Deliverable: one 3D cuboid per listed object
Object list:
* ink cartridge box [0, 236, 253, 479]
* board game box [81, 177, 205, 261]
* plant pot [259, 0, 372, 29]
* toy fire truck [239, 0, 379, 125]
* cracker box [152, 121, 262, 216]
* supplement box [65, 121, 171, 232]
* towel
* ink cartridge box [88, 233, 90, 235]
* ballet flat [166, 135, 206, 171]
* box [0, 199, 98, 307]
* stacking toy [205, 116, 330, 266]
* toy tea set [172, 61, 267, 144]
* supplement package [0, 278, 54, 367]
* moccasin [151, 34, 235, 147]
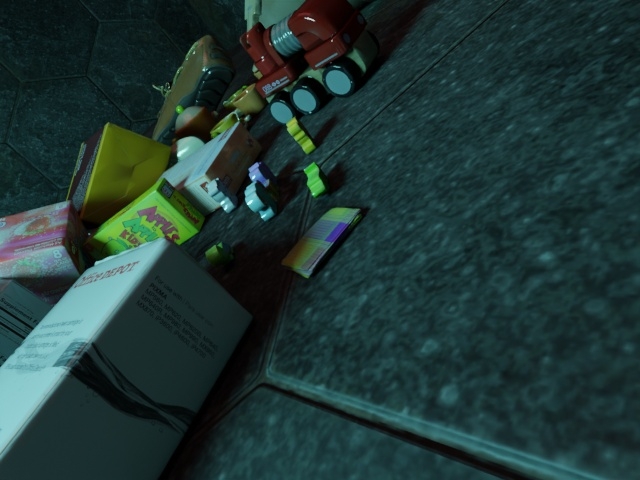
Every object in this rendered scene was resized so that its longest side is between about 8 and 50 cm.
[{"bbox_3d":[-0.210,0.144,0.416,0.197,0.114,0.273,-14,38,45],"label":"ink cartridge box"},{"bbox_3d":[-0.286,-0.013,0.785,0.181,0.092,0.043,-30,28,22],"label":"board game box"},{"bbox_3d":[-0.032,-0.648,1.224,0.280,0.323,0.323,-44,21,34],"label":"plant pot"},{"bbox_3d":[-0.046,-0.354,0.803,0.217,0.246,0.158,-12,39,46],"label":"toy fire truck"},{"bbox_3d":[-0.223,-0.097,0.857,0.232,0.067,0.156,-22,33,36],"label":"cracker box"},{"bbox_3d":[-0.422,-0.109,0.994,0.194,0.129,0.191,-5,71,50],"label":"supplement box"},{"bbox_3d":[0.000,0.000,0.470,0.083,0.009,0.060,-50,26,-17],"label":"towel"},{"bbox_3d":[-0.616,-0.021,1.277,0.181,0.061,0.104,-16,37,43],"label":"ink cartridge box"},{"bbox_3d":[-0.328,-0.139,1.054,0.248,0.086,0.086,-25,30,42],"label":"ballet flat"},{"bbox_3d":[-0.530,0.065,0.782,0.299,0.142,0.154,-16,38,-11],"label":"box"},{"bbox_3d":[-0.077,-0.071,0.637,0.167,0.052,0.221,-36,27,13],"label":"stacking toy"},{"bbox_3d":[-0.217,-0.341,1.154,0.200,0.124,0.336,-14,37,43],"label":"toy tea set"},{"bbox_3d":[-0.419,0.171,0.619,0.194,0.149,0.203,-6,45,50],"label":"supplement package"},{"bbox_3d":[-0.363,-0.380,1.307,0.380,0.139,0.147,-47,60,45],"label":"moccasin"}]
